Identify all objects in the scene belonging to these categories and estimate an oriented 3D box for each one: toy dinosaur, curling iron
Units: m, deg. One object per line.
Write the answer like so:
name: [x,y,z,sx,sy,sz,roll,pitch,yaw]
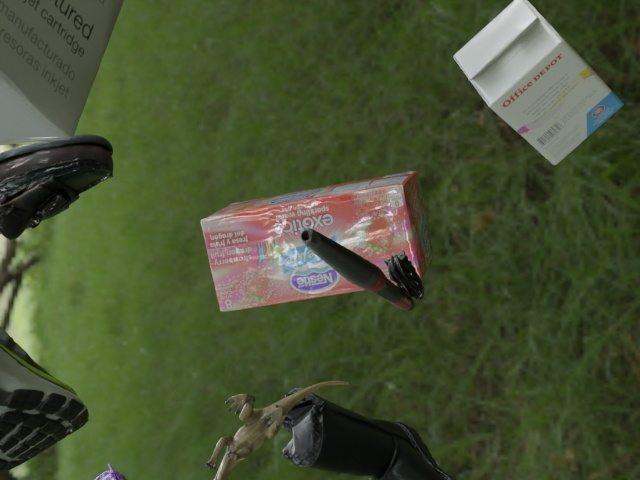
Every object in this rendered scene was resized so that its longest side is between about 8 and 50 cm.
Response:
toy dinosaur: [-0.056,0.174,1.067,0.053,0.183,0.092,41,166,20]
curling iron: [0.045,0.028,1.215,0.035,0.274,0.068,-28,67,21]

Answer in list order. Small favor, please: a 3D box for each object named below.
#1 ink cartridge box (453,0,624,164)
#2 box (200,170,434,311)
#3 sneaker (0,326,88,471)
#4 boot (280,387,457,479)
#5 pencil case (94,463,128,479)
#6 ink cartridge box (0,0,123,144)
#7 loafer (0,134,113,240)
ink cartridge box: [0.207,-0.160,1.093,0.092,0.143,0.090,-42,43,15]
box: [0.000,0.000,1.620,0.154,0.300,0.142,-40,-61,-74]
sneaker: [-0.297,0.103,0.965,0.121,0.111,0.300,58,176,33]
boot: [0.062,0.285,1.362,0.094,0.207,0.246,-57,35,16]
pencil case: [-0.221,0.377,1.502,0.088,0.206,0.086,-53,35,6]
ink cartridge box: [-0.231,-0.295,0.684,0.285,0.166,0.395,46,-129,-50]
loafer: [-0.358,-0.024,1.216,0.109,0.303,0.095,55,-161,-71]
